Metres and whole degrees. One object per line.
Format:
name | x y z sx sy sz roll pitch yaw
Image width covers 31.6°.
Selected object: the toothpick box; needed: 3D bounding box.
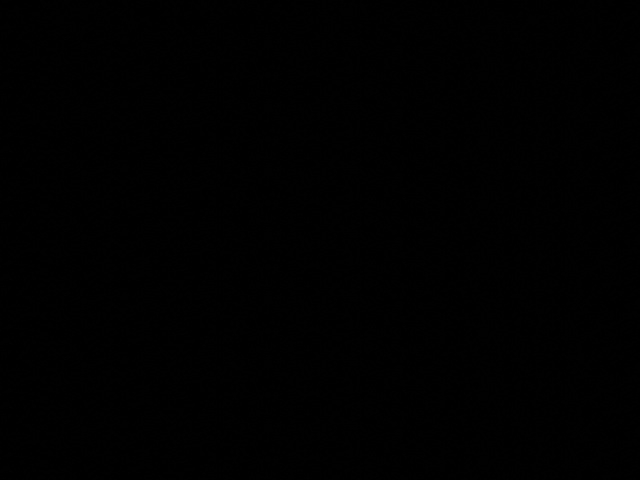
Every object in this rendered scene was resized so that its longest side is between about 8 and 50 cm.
toothpick box | 0.070 -0.068 0.150 0.409 0.409 0.425 -112 27 -54
